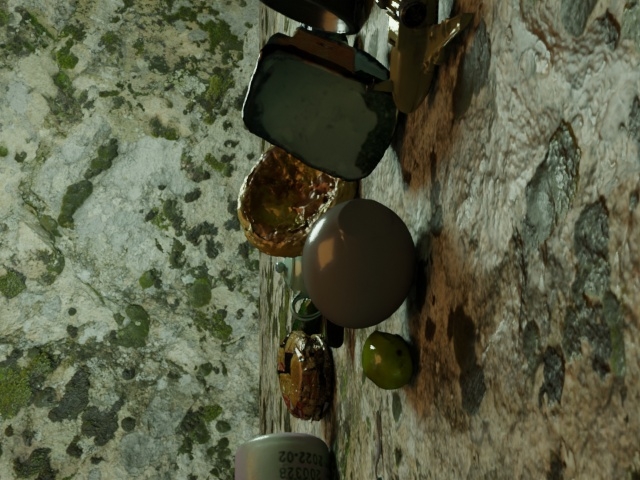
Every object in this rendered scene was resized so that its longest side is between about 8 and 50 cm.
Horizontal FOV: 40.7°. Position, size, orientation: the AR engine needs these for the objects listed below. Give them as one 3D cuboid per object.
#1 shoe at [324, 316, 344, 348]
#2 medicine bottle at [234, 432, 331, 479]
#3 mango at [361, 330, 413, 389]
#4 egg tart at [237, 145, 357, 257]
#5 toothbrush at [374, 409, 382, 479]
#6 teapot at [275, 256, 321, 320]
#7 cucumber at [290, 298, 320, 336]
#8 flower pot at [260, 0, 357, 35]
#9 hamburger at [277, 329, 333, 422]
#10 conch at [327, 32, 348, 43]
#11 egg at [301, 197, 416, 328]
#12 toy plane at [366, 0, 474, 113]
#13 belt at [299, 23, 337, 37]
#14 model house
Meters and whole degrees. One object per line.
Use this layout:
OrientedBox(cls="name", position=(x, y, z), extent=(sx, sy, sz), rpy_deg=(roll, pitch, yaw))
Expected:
OrientedBox(cls="shoe", position=(0.038, 0.143, 1.789), extent=(0.053, 0.062, 0.159), rpy_deg=(-16, 72, 52))
OrientedBox(cls="medicine bottle", position=(-0.075, 0.632, 1.868), extent=(0.219, 0.219, 0.388), rpy_deg=(105, 163, -54))
OrientedBox(cls="mango", position=(0.099, 0.188, 1.367), extent=(0.165, 0.074, 0.091), rpy_deg=(161, 108, -80))
OrientedBox(cls="egg tart", position=(-0.037, -0.088, 1.835), extent=(0.115, 0.290, 0.290), rpy_deg=(42, -142, -53))
OrientedBox(cls="toothbrush", position=(0.100, 0.363, 1.507), extent=(0.011, 0.013, 0.131), rpy_deg=(140, 132, -64))
OrientedBox(cls="teapot", position=(-0.027, 0.064, 1.895), extent=(0.159, 0.159, 0.232), rpy_deg=(115, 153, -67))
OrientedBox(cls="cucumber", position=(-0.033, 0.203, 2.166), extent=(0.069, 0.069, 0.227), rpy_deg=(-98, 18, -45))
OrientedBox(cls="flower pot", position=(-0.007, -0.540, 1.796), extent=(0.235, 0.235, 0.148), rpy_deg=(-152, 84, -79))
OrientedBox(cls="hamburger", position=(-0.035, 0.323, 2.043), extent=(0.231, 0.107, 0.231), rpy_deg=(-174, 90, -74))
OrientedBox(cls="conch", position=(0.015, -0.334, 1.804), extent=(0.188, 0.122, 0.176), rpy_deg=(-108, 35, -55))
OrientedBox(cls="egg", position=(0.059, 0.043, 1.332), extent=(0.232, 0.176, 0.176), rpy_deg=(88, 177, -53))
OrientedBox(cls="toy plane", position=(0.132, -0.301, 1.216), extent=(0.242, 0.104, 0.256), rpy_deg=(52, 135, 50))
OrientedBox(cls="belt", position=(-0.011, -0.490, 2.084), extent=(0.141, 0.082, 0.190), rpy_deg=(-106, 18, -45))
OrientedBox(cls="model house", position=(0.019, -0.266, 1.521), extent=(0.291, 0.253, 0.184), rpy_deg=(-72, 4, -60))
